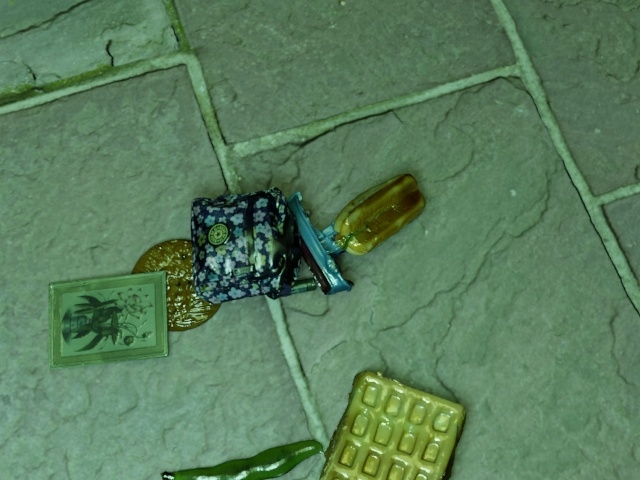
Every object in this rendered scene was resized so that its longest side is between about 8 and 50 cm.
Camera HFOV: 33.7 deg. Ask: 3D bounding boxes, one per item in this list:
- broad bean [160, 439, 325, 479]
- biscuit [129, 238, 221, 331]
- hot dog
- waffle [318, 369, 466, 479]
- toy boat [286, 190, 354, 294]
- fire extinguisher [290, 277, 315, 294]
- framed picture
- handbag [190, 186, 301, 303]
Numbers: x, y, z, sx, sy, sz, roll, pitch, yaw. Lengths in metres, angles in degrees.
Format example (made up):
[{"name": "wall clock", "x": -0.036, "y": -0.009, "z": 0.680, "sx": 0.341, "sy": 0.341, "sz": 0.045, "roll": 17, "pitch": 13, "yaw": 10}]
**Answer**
[{"name": "broad bean", "x": -0.136, "y": 0.411, "z": 1.890, "sx": 0.298, "sy": 0.043, "sz": 0.060, "roll": -12, "pitch": 59, "yaw": -4}, {"name": "biscuit", "x": -0.274, "y": 0.083, "z": 2.026, "sx": 0.188, "sy": 0.027, "sz": 0.187, "roll": 0, "pitch": 69, "yaw": 0}, {"name": "hot dog", "x": 0.105, "y": -0.048, "z": 2.021, "sx": 0.250, "sy": 0.076, "sz": 0.104, "roll": -37, "pitch": 102, "yaw": -37}, {"name": "waffle", "x": 0.114, "y": 0.410, "z": 1.864, "sx": 0.224, "sy": 0.098, "sz": 0.327, "roll": 20, "pitch": 64, "yaw": 5}, {"name": "toy boat", "x": 0.000, "y": 0.000, "z": 2.023, "sx": 0.097, "sy": 0.100, "sz": 0.223, "roll": -30, "pitch": 72, "yaw": -2}, {"name": "fire extinguisher", "x": -0.052, "y": 0.089, "z": 2.030, "sx": 0.083, "sy": 0.025, "sz": 0.038, "roll": -11, "pitch": 31, "yaw": -6}, {"name": "framed picture", "x": -0.400, "y": 0.149, "z": 1.990, "sx": 0.232, "sy": 0.010, "sz": 0.173, "roll": -8, "pitch": 70, "yaw": 4}, {"name": "handbag", "x": -0.137, "y": 0.009, "z": 1.961, "sx": 0.208, "sy": 0.127, "sz": 0.228, "roll": -11, "pitch": 65, "yaw": 21}]
